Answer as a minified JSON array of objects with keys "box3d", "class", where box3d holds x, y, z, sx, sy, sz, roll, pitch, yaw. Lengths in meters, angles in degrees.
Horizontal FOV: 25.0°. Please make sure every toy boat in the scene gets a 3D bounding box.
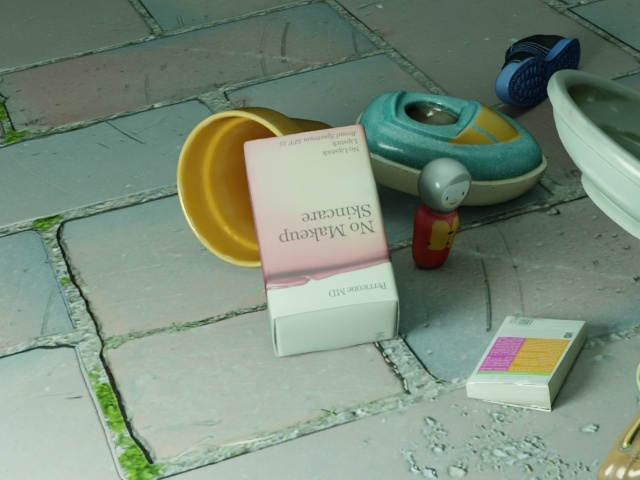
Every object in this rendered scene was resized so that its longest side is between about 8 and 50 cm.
[{"box3d":[0.169,-0.105,1.904,0.267,0.148,0.318,10,35,3],"class":"toy boat"}]

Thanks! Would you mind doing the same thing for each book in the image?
[{"box3d":[0.230,0.131,1.602,0.096,0.035,0.144,4,30,27],"class":"book"}]

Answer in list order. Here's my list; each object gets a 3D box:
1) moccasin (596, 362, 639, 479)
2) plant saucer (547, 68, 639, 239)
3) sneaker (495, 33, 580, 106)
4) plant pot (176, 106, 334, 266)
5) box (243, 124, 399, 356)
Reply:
[{"box3d":[0.383,0.140,1.453,0.147,0.139,0.380,17,46,24],"class":"moccasin"},{"box3d":[0.427,-0.059,1.723,0.400,0.100,0.400,26,21,-11],"class":"plant saucer"},{"box3d":[0.322,-0.269,2.274,0.090,0.081,0.232,10,26,35],"class":"sneaker"},{"box3d":[-0.054,-0.085,1.923,0.205,0.205,0.188,11,18,31],"class":"plant pot"},{"box3d":[0.000,0.000,1.686,0.149,0.127,0.232,-9,64,-3],"class":"box"}]
